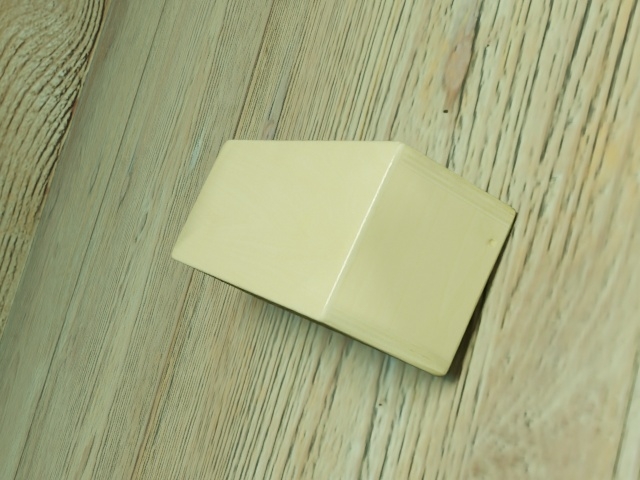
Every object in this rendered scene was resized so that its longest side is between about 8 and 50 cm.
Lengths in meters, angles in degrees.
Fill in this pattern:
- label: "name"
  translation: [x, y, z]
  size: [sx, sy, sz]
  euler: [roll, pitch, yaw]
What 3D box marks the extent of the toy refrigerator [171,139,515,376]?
- label: "toy refrigerator"
  translation: [0.000, 0.000, 0.595]
  size: [0.269, 0.094, 0.102]
  euler: [12, 77, 64]
